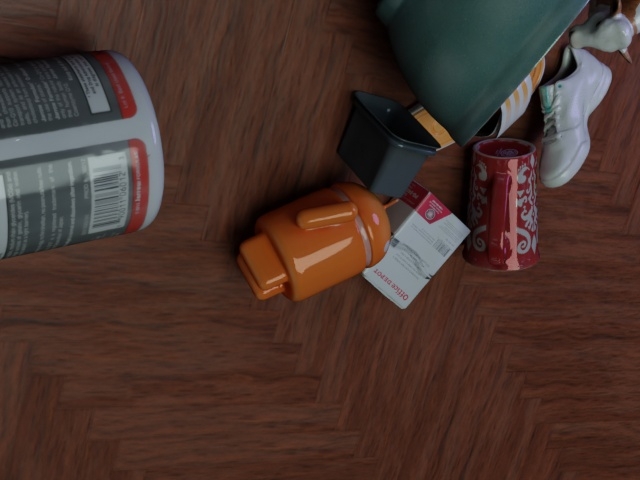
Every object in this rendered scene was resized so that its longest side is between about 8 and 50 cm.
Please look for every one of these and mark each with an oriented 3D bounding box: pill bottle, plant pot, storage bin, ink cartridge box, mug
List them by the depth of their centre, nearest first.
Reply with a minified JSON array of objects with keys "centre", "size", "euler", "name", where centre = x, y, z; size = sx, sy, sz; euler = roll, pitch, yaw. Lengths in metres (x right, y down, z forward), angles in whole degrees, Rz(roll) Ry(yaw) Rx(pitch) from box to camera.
[{"centre":[-0.371,-0.080,1.367],"size":[0.363,0.210,0.210],"euler":[-12,119,-25],"name":"pill bottle"},{"centre":[0.193,-0.289,1.576],"size":[0.196,0.293,0.293],"euler":[39,91,0],"name":"plant pot"},{"centre":[0.087,-0.122,1.681],"size":[0.098,0.135,0.091],"euler":[9,119,-35],"name":"storage bin"},{"centre":[0.122,0.006,1.801],"size":[0.150,0.063,0.109],"euler":[-49,129,0],"name":"ink cartridge box"},{"centre":[0.268,-0.048,1.815],"size":[0.113,0.150,0.169],"euler":[-7,113,-14],"name":"mug"}]

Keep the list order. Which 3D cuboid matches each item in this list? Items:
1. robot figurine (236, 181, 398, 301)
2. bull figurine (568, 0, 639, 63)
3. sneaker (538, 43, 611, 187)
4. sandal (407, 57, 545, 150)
[{"centre":[0.001,0.000,1.681],"size":[0.219,0.128,0.158],"euler":[-25,126,-17],"name":"robot figurine"},{"centre":[0.424,-0.379,1.710],"size":[0.310,0.188,0.101],"euler":[-51,128,1],"name":"bull figurine"},{"centre":[0.342,-0.181,1.815],"size":[0.094,0.080,0.212],"euler":[33,68,-31],"name":"sneaker"},{"centre":[0.221,-0.178,1.759],"size":[0.265,0.076,0.102],"euler":[-33,127,-13],"name":"sandal"}]
